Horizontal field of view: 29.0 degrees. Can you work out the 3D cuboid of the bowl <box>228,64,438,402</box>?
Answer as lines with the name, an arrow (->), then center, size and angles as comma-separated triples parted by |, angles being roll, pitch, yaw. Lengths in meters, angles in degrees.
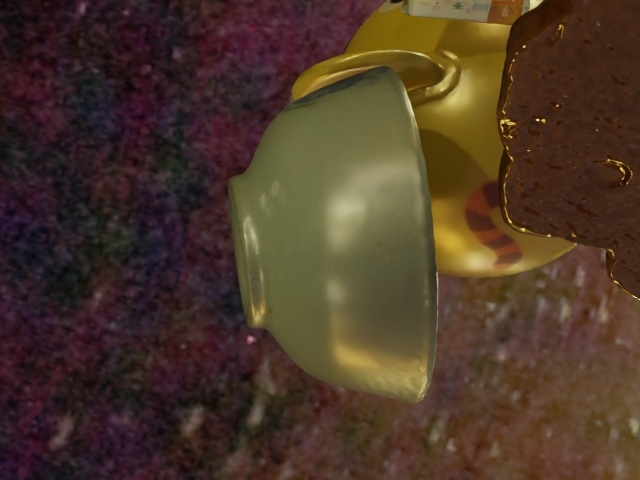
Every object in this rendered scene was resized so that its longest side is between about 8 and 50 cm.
bowl -> 0.000, 0.000, 1.054 | 0.289, 0.146, 0.289 | 175, -90, -83

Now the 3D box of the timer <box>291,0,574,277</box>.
timer -> 0.170, -0.142, 1.309 | 0.387, 0.376, 0.376 | 69, 43, -72

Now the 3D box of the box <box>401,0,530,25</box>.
box -> 0.147, -0.308, 1.112 | 0.122, 0.032, 0.220 | 2, 108, -19

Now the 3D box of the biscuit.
biscuit -> 0.201, -0.072, 0.676 | 0.290, 0.208, 0.041 | 83, 11, -45
